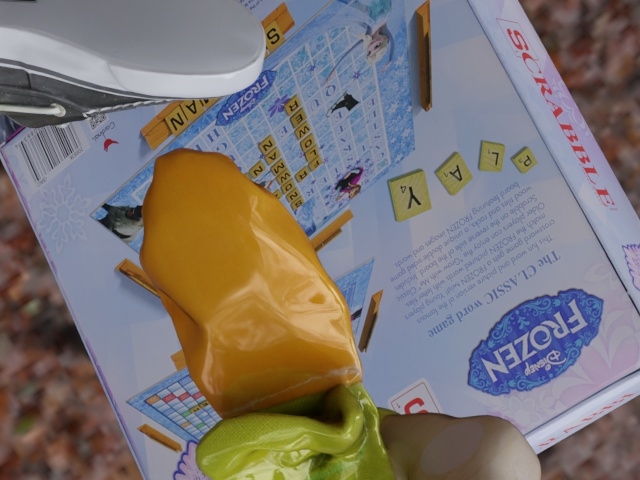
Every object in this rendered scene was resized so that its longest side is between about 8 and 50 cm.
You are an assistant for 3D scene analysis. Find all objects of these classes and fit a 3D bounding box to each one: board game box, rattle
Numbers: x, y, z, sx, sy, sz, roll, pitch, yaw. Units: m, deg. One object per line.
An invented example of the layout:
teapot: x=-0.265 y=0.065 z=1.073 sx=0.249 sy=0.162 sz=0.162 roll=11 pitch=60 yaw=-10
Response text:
board game box: x=0.000 y=0.000 z=0.965 sx=0.318 sy=0.318 sz=0.066 roll=-35 pitch=162 yaw=29
rattle: x=-0.034 y=0.094 z=0.471 sx=0.200 sy=0.130 sz=0.143 roll=-48 pitch=132 yaw=-30

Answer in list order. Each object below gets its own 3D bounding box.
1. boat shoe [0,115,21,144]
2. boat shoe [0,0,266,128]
boat shoe: x=-0.183 y=-0.059 z=1.294 sx=0.065 sy=0.083 sz=0.183 roll=-63 pitch=140 yaw=-43
boat shoe: x=-0.135 y=-0.096 z=0.882 sx=0.219 sy=0.078 sz=0.070 roll=9 pitch=139 yaw=4
